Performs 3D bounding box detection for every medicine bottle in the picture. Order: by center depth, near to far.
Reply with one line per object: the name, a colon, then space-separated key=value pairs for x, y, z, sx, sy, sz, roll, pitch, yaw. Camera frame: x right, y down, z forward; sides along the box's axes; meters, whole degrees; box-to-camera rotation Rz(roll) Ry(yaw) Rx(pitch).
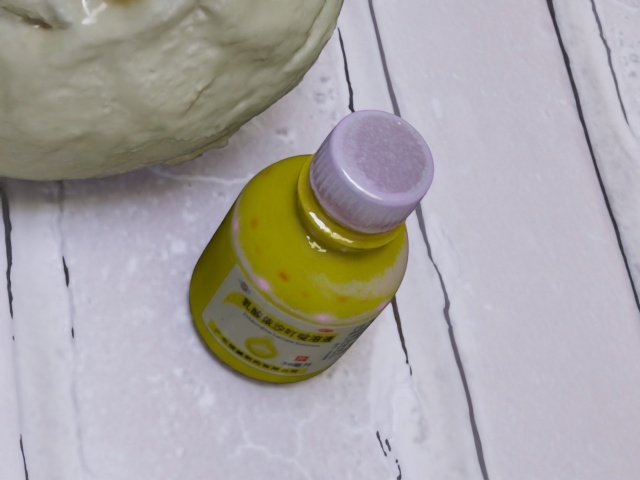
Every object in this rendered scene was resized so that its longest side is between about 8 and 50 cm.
medicine bottle: x=0.000 y=0.000 z=0.947 sx=0.122 sy=0.212 sz=0.121 roll=11 pitch=59 yaw=-18

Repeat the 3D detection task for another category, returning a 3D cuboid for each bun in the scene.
bun: x=-0.147 y=-0.198 z=0.911 sx=0.364 sy=0.364 sz=0.202 roll=16 pitch=15 yaw=-14
